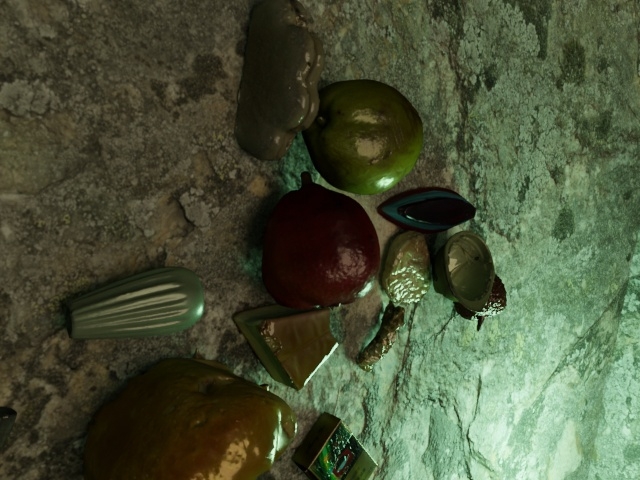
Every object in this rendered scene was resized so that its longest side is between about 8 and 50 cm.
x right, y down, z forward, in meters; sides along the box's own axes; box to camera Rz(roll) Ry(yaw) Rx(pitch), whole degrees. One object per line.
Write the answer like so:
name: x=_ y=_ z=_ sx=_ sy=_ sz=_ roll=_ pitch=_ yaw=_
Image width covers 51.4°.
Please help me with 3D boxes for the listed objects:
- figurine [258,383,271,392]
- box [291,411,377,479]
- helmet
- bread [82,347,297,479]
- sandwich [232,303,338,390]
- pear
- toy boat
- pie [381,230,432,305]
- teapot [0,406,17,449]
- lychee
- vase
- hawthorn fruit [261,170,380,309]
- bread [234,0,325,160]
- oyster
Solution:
figurine: x=-0.119 y=0.422 z=1.506 sx=0.121 sy=0.122 sz=0.176 roll=-20 pitch=111 yaw=-43
box: x=0.040 y=0.580 z=1.732 sx=0.159 sy=0.071 sz=0.240 roll=-50 pitch=128 yaw=-22
helmet: x=0.387 y=0.102 z=1.920 sx=0.204 sy=0.137 sz=0.257 roll=45 pitch=48 yaw=-16
bread: x=-0.244 y=0.370 z=1.210 sx=0.250 sy=0.394 sz=0.361 roll=49 pitch=66 yaw=-21
sandwich: x=-0.070 y=0.201 z=1.523 sx=0.186 sy=0.108 sz=0.220 roll=-48 pitch=125 yaw=-28
pear: x=0.094 y=-0.232 z=1.483 sx=0.321 sy=0.269 sz=0.269 roll=4 pitch=95 yaw=-52
toy boat: x=0.311 y=-0.083 z=1.871 sx=0.392 sy=0.079 sz=0.136 roll=-2 pitch=99 yaw=-47
pie: x=0.239 y=0.085 z=1.839 sx=0.185 sy=0.052 sz=0.218 roll=-37 pitch=127 yaw=-35
teapot: x=-0.551 y=0.340 z=1.125 sx=0.043 sy=0.043 sz=0.111 roll=17 pitch=90 yaw=-45
lychee: x=0.487 y=0.180 z=2.027 sx=0.165 sy=0.165 sz=0.197 roll=14 pitch=61 yaw=-45
vase: x=-0.345 y=0.123 z=1.230 sx=0.248 sy=0.128 sz=0.128 roll=-10 pitch=105 yaw=-33
hawthorn fruit: x=0.000 y=0.000 z=1.458 sx=0.265 sy=0.265 sz=0.307 roll=-1 pitch=79 yaw=-45
bread: x=-0.073 y=-0.330 z=1.366 sx=0.102 sy=0.183 sz=0.337 roll=-1 pitch=101 yaw=-47
oyster: x=0.167 y=0.254 z=1.788 sx=0.061 sy=0.106 sz=0.200 roll=28 pitch=68 yaw=-30
